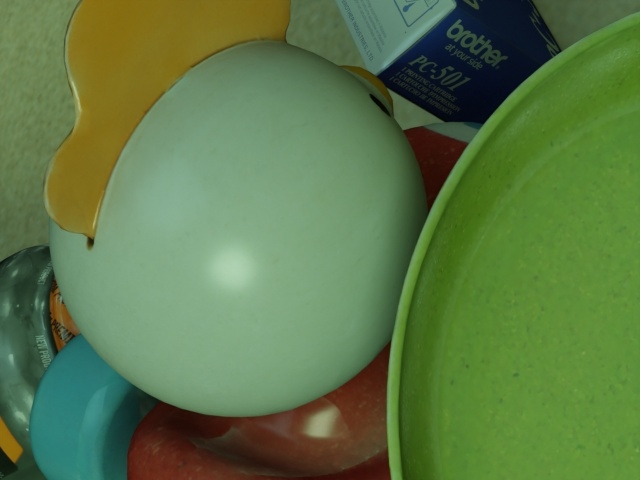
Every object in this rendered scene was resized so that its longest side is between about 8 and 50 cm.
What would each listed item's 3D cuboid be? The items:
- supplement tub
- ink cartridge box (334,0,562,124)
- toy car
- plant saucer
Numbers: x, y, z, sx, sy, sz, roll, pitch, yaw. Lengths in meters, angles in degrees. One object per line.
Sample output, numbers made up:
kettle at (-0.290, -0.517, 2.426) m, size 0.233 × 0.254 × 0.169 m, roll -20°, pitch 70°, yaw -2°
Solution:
supplement tub at (-0.140, 0.074, 0.705) m, size 0.190 × 0.117 × 0.117 m, roll -28°, pitch 57°, yaw 29°
ink cartridge box at (0.031, -0.136, 0.656) m, size 0.046 × 0.097 × 0.207 m, roll -39°, pitch 53°, yaw 23°
toy car at (0.000, 0.000, 0.499) m, size 0.219 × 0.238 × 0.210 m, roll 22°, pitch 60°, yaw 39°
plant saucer at (0.127, 0.051, 0.440) m, size 0.037 × 0.241 × 0.241 m, roll 154°, pitch 130°, yaw -72°
